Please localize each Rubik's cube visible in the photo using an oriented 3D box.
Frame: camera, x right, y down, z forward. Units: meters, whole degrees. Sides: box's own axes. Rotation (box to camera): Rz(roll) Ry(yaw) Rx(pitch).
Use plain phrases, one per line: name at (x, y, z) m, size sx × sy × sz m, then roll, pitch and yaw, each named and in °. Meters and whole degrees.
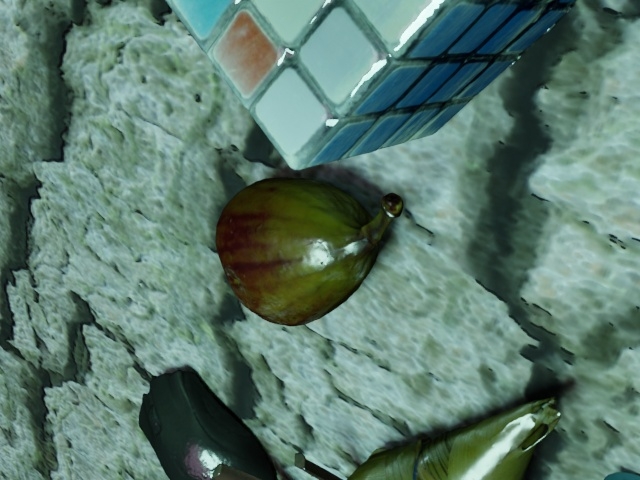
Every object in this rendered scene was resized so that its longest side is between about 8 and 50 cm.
Rubik's cube at (0.048, -0.243, 0.623) m, size 0.253 × 0.256 × 0.259 m, roll 53°, pitch 127°, yaw 11°

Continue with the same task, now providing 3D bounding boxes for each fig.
fig at (0.001, -0.001, 0.798) m, size 0.274 × 0.146 × 0.170 m, roll -18°, pitch 95°, yaw 53°

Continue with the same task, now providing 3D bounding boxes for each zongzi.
zongzi at (0.187, 0.314, 0.797) m, size 0.289 × 0.123 × 0.260 m, roll -30°, pitch 91°, yaw 35°

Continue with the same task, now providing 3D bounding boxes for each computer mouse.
computer mouse at (-0.176, 0.298, 1.081) m, size 0.264 × 0.088 × 0.147 m, roll 44°, pitch 123°, yaw 20°

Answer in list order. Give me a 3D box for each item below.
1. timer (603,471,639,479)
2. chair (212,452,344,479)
timer at (0.330, 0.310, 0.616) m, size 0.250 × 0.232 × 0.091 m, roll 11°, pitch 108°, yaw 32°
chair at (0.020, 0.415, 0.954) m, size 0.176 × 0.183 × 0.326 m, roll -20°, pitch 137°, yaw 38°
